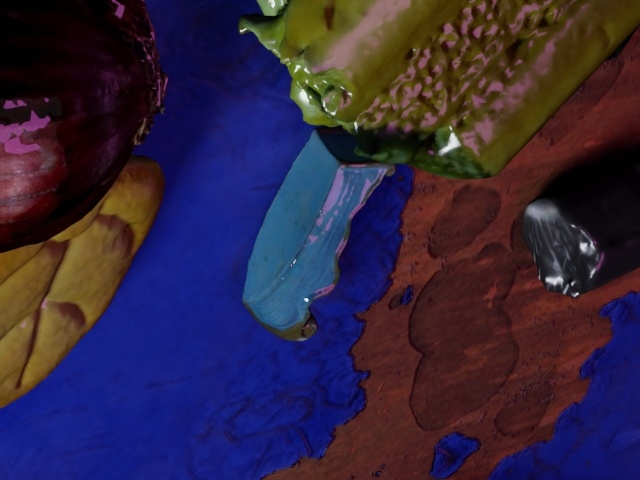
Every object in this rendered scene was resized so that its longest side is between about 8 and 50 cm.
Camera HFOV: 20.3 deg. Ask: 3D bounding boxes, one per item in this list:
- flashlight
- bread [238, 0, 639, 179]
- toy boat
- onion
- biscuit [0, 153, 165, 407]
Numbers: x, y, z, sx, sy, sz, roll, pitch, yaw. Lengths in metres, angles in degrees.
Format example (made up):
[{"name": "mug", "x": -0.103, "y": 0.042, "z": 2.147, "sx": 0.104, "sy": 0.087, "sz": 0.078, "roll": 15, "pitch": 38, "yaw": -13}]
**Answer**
[{"name": "flashlight", "x": 0.372, "y": -0.062, "z": 1.655, "sx": 0.424, "sy": 0.103, "sz": 0.103, "roll": -22, "pitch": 132, "yaw": -27}, {"name": "bread", "x": 0.117, "y": -0.223, "z": 1.245, "sx": 0.376, "sy": 0.208, "sz": 0.251, "roll": -45, "pitch": 130, "yaw": -3}, {"name": "toy boat", "x": 0.000, "y": 0.000, "z": 1.409, "sx": 0.077, "sy": 0.075, "sz": 0.185, "roll": 13, "pitch": 114, "yaw": -35}, {"name": "onion", "x": -0.202, "y": -0.092, "z": 1.038, "sx": 0.281, "sy": 0.281, "sz": 0.221, "roll": -12, "pitch": 117, "yaw": -33}, {"name": "biscuit", "x": -0.196, "y": 0.035, "z": 1.253, "sx": 0.203, "sy": 0.041, "sz": 0.260, "roll": -32, "pitch": 158, "yaw": -43}]
